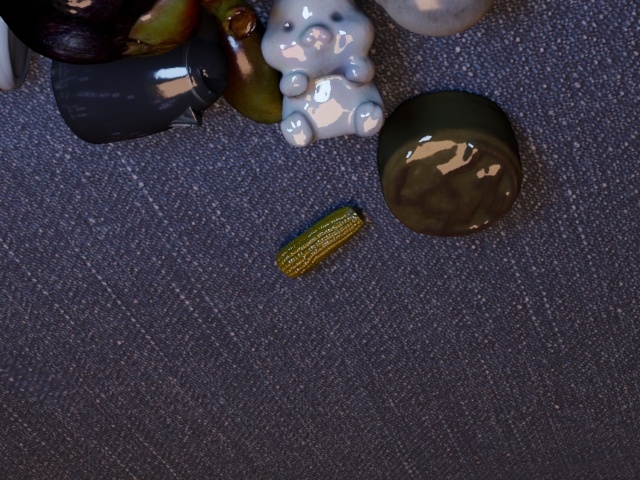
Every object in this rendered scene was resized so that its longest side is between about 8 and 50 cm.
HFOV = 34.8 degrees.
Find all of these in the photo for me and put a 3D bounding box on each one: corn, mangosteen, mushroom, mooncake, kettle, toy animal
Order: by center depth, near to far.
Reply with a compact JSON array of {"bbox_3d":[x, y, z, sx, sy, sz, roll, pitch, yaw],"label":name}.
[{"bbox_3d":[-0.301,-0.446,1.538,0.434,0.382,0.382,6,134,-4],"label":"mangosteen"},{"bbox_3d":[0.173,-0.448,1.682,0.243,0.244,0.244,0,135,0],"label":"mushroom"},{"bbox_3d":[-0.005,-0.353,1.768,0.196,0.241,0.368,-12,120,2],"label":"toy animal"},{"bbox_3d":[-0.295,-0.316,1.769,0.290,0.269,0.207,-5,179,29],"label":"kettle"},{"bbox_3d":[0.252,-0.141,1.999,0.284,0.156,0.284,-1,134,-1],"label":"mooncake"},{"bbox_3d":[0.000,0.000,2.196,0.231,0.080,0.080,-37,124,26],"label":"corn"}]

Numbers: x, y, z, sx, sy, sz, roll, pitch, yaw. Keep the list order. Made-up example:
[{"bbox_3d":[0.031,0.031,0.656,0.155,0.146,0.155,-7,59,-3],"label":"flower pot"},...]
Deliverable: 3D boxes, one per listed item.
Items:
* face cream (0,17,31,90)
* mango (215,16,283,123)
[{"bbox_3d":[-0.607,-0.360,1.751,0.187,0.201,0.201,3,135,-3],"label":"face cream"},{"bbox_3d":[-0.138,-0.311,1.853,0.133,0.111,0.268,1,137,31],"label":"mango"}]
